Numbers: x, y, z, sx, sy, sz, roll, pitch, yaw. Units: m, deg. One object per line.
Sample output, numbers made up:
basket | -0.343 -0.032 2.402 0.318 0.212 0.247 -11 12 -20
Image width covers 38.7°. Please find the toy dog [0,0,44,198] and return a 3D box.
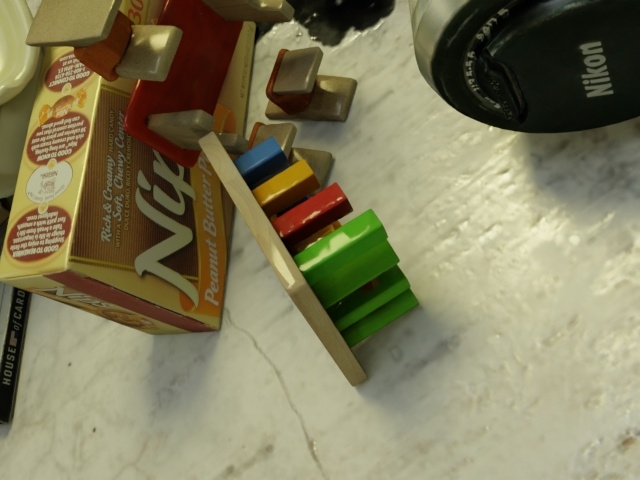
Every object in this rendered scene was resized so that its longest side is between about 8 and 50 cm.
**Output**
toy dog | -0.434 -0.214 0.915 0.285 0.408 0.395 -23 88 -9

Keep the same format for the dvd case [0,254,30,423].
dvd case | -0.410 0.115 0.982 0.239 0.029 0.179 -11 65 29

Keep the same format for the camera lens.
camera lens | 0.162 -0.228 0.621 0.219 0.219 0.274 -18 62 27

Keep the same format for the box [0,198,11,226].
box | -0.443 -0.003 1.031 0.201 0.021 0.164 -46 46 2

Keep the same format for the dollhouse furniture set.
dollhouse furniture set | -0.092 -0.191 0.750 0.135 0.262 0.259 7 73 38

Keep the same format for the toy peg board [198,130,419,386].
toy peg board | 0.000 0.000 0.686 0.079 0.161 0.160 -31 54 -2

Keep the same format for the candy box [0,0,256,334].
candy box | -0.156 -0.092 0.799 0.087 0.183 0.316 -7 68 33
